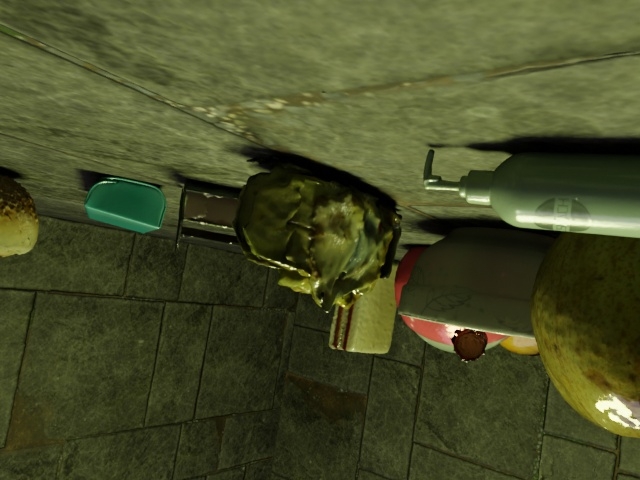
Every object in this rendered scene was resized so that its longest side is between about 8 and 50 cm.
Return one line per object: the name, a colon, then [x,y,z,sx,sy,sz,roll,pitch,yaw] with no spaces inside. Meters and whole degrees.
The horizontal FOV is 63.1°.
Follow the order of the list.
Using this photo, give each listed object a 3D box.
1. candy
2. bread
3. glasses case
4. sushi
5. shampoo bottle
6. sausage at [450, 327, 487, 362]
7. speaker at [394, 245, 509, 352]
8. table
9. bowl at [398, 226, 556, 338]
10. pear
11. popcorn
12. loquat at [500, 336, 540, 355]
candy: [0.149,0.205,1.683,0.180,0.320,0.135,18,167,-38]
bread: [-0.635,-0.059,0.885,0.306,0.158,0.305,12,176,1]
glasses case: [-0.348,-0.061,0.922,0.117,0.070,0.301,17,174,-23]
sushi: [0.006,0.002,0.601,0.131,0.139,0.291,15,180,26]
shampoo bottle: [0.166,-0.033,0.354,0.195,0.056,0.056,6,175,26]
sausage: [0.226,0.150,0.780,0.050,0.048,0.145,13,180,21]
speaker: [0.306,0.114,1.147,0.295,0.294,0.294,9,175,1]
table: [-0.125,-0.036,0.743,0.146,0.062,0.175,10,-153,-18]
bowl: [0.267,0.063,0.783,0.287,0.143,0.287,9,175,1]
pear: [0.309,0.079,0.483,0.229,0.211,0.188,9,173,-18]
popcorn: [0.004,0.039,0.944,0.198,0.155,0.197,12,-172,-2]
loquat: [0.595,0.212,1.476,0.235,0.234,0.235,9,175,1]
